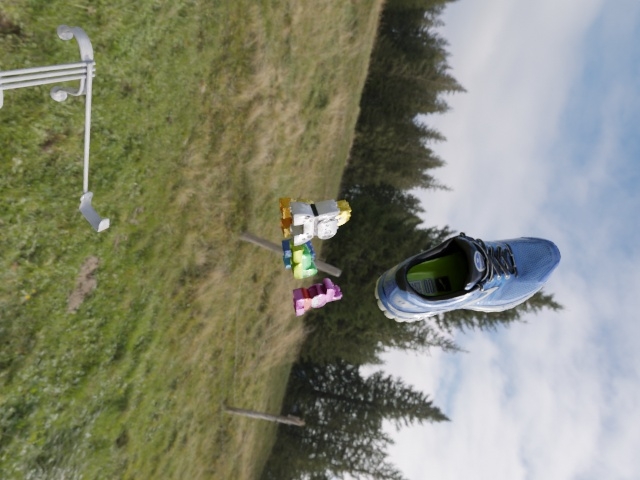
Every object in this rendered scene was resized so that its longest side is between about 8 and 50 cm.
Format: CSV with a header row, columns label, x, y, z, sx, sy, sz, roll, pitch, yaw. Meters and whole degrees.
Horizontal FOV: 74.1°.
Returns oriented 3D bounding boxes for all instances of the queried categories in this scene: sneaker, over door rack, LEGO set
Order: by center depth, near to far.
label,x,y,z,sx,sy,sz,roll,pitch,yaw
over door rack,-0.423,-0.113,0.556,0.239,0.108,0.325,-35,155,-44
LEGO set,0.000,0.000,0.565,0.227,0.093,0.087,93,-20,-54
sneaker,0.263,0.058,0.715,0.147,0.329,0.130,101,-26,-70
